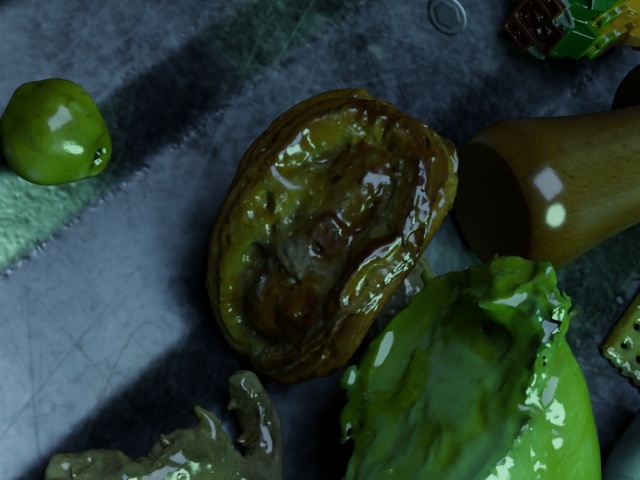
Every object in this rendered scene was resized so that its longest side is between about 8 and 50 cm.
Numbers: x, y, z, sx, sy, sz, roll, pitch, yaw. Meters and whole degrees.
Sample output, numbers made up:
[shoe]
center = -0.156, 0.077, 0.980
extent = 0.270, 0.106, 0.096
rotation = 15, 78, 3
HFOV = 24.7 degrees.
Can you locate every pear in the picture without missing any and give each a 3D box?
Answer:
[pear]
center = -0.221, -0.091, 1.233
extent = 0.097, 0.092, 0.092
rotation = 23, 63, -17

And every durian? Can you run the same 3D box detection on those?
[durian]
center = 0.124, 0.198, 1.217
extent = 0.256, 0.204, 0.339
rotation = -50, 136, -30

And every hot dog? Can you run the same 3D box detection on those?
[hot dog]
center = 0.000, -0.002, 1.227
extent = 0.175, 0.114, 0.259
rotation = 31, 92, 18

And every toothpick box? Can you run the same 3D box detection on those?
[toothpick box]
center = 0.285, -0.070, 1.424
extent = 0.294, 0.192, 0.192
rotation = -16, 80, -25

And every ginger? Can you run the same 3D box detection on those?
[ginger]
center = -0.127, 0.214, 1.186
extent = 0.259, 0.065, 0.149
rotation = -21, 85, -33

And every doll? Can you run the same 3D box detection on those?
[doll]
center = 0.274, -0.252, 1.527
extent = 0.186, 0.106, 0.134
rotation = 3, 60, -26

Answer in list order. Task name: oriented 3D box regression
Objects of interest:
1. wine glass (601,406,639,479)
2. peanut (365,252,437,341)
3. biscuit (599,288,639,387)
[wine glass]
center = 0.308, 0.241, 1.373
extent = 0.103, 0.103, 0.222
rotation = 39, 59, -9
[peanut]
center = 0.040, 0.007, 1.324
extent = 0.090, 0.098, 0.214
rotation = -14, 73, -45
[biscuit]
center = 0.399, 0.143, 1.501
extent = 0.231, 0.016, 0.139
rotation = 44, 60, -6
